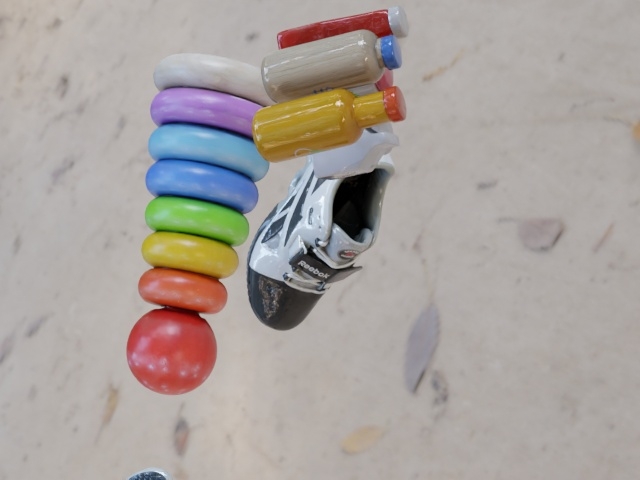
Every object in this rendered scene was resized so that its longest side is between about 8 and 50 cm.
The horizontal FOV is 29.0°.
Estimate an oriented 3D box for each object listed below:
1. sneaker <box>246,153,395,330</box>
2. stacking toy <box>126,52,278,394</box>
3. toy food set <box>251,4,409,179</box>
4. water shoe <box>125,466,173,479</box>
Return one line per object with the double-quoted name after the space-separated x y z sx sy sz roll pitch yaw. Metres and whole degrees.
0.000 0.000 1.628 0.330 0.122 0.146 -67 29 24 "sneaker"
-0.129 -0.011 1.232 0.141 0.141 0.330 -2 74 58 "stacking toy"
0.033 -0.112 0.938 0.105 0.232 0.111 -11 86 19 "toy food set"
-0.322 0.460 2.166 0.203 0.080 0.073 -42 73 21 "water shoe"
